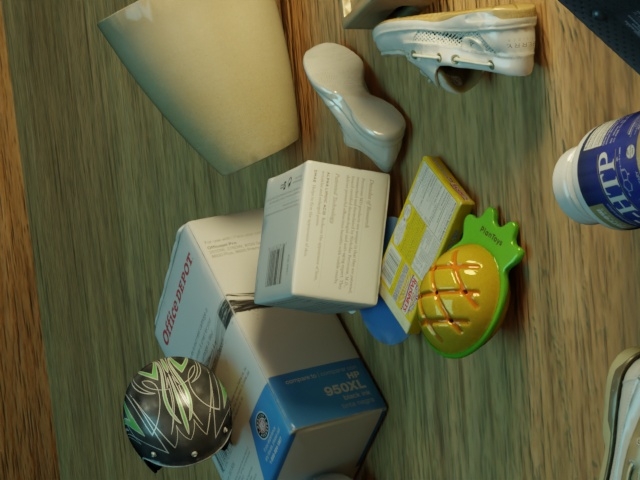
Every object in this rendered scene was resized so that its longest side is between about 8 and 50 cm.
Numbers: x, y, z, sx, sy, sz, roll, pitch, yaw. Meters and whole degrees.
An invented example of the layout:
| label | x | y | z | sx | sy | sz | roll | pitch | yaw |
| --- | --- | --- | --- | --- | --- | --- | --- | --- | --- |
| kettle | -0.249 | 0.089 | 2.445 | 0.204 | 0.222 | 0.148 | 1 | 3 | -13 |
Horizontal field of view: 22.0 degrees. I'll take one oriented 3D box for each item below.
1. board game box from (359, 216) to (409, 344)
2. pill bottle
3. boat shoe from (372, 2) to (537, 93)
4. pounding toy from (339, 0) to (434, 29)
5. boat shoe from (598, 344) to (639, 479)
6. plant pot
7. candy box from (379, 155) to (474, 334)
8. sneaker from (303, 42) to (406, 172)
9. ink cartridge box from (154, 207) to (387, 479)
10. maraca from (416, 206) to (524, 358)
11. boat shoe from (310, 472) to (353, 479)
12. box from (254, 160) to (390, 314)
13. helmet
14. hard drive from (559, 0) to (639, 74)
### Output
| label | x | y | z | sx | sy | sz | roll | pitch | yaw |
| --- | --- | --- | --- | --- | --- | --- | --- | --- | --- |
| board game box | 0.103 | 0.053 | 2.172 | 0.133 | 0.033 | 0.168 | 13 | 100 | 59 |
| pill bottle | 0.312 | -0.068 | 1.610 | 0.187 | 0.112 | 0.112 | -18 | 83 | 64 |
| boat shoe | 0.149 | -0.216 | 1.900 | 0.277 | 0.098 | 0.096 | 7 | 105 | 62 |
| pounding toy | 0.070 | -0.367 | 2.020 | 0.181 | 0.094 | 0.206 | 146 | 120 | -68 |
| boat shoe | 0.346 | 0.263 | 1.672 | 0.103 | 0.113 | 0.302 | -160 | 63 | -67 |
| plant pot | -0.143 | -0.242 | 2.361 | 0.274 | 0.256 | 0.256 | 64 | 155 | -7 |
| candy box | 0.127 | 0.006 | 2.070 | 0.105 | 0.027 | 0.205 | 55 | 135 | 43 |
| sneaker | 0.038 | -0.173 | 2.179 | 0.212 | 0.080 | 0.094 | 56 | 158 | 37 |
| ink cartridge box | -0.087 | 0.188 | 2.460 | 0.395 | 0.166 | 0.285 | 61 | 148 | 31 |
| maraca | 0.178 | 0.052 | 1.956 | 0.127 | 0.099 | 0.185 | 37 | 107 | 44 |
| boat shoe | 0.040 | 0.519 | 2.306 | 0.156 | 0.136 | 0.367 | 112 | 142 | -48 |
| box | 0.000 | 0.000 | 2.191 | 0.181 | 0.119 | 0.181 | 163 | 115 | -70 |
| helmet | -0.203 | 0.248 | 2.343 | 0.161 | 0.169 | 0.169 | 100 | 151 | -68 |
| hard drive | 0.341 | -0.207 | 1.464 | 0.172 | 0.054 | 0.255 | 38 | 162 | -19 |
